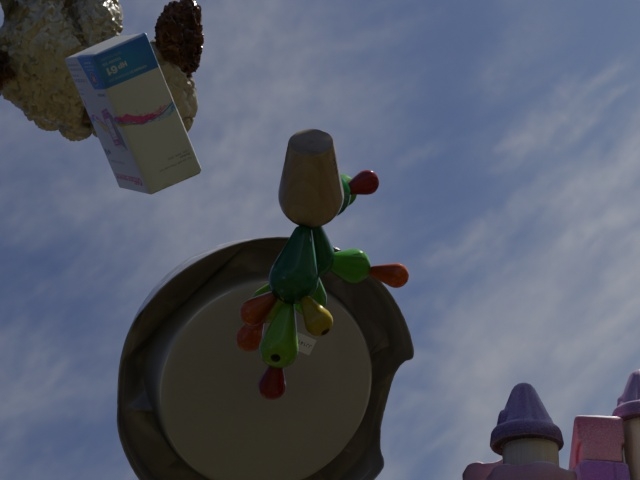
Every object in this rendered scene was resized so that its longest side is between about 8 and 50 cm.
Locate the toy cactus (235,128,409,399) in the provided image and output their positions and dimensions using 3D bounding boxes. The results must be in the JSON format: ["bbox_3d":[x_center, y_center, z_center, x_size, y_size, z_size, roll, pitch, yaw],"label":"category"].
[{"bbox_3d":[0.000,0.000,0.939,0.181,0.112,0.219,90,-154,-43],"label":"toy cactus"}]

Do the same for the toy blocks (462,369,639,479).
[{"bbox_3d":[0.248,0.227,0.994,0.288,0.260,0.309,3,-30,-2],"label":"toy blocks"}]

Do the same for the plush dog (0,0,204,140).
[{"bbox_3d":[-0.242,-0.182,1.356,0.211,0.225,0.262,-68,0,-58],"label":"plush dog"}]

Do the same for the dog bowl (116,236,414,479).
[{"bbox_3d":[-0.069,0.156,1.397,0.348,0.102,0.349,-4,-77,-17],"label":"dog bowl"}]

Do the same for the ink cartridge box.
[{"bbox_3d":[-0.154,-0.103,1.004,0.052,0.088,0.123,-29,-73,-20],"label":"ink cartridge box"}]
